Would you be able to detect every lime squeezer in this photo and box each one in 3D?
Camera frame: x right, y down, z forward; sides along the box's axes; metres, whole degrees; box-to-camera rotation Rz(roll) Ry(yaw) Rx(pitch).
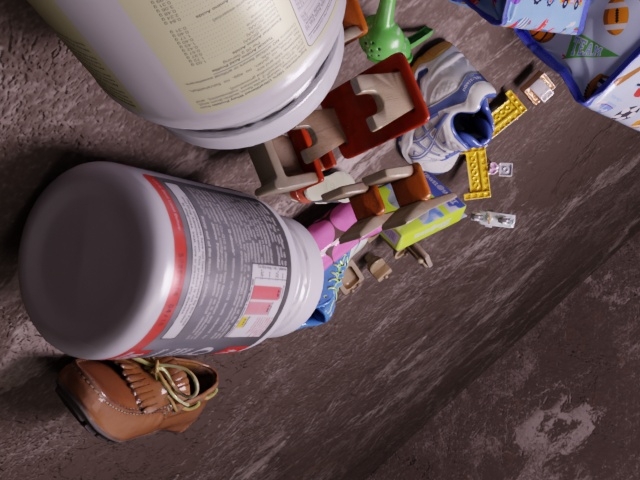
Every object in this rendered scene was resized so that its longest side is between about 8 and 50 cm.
[{"bbox_3d":[0.088,-0.263,1.055,0.310,0.059,0.110,23,78,-75],"label":"lime squeezer"}]

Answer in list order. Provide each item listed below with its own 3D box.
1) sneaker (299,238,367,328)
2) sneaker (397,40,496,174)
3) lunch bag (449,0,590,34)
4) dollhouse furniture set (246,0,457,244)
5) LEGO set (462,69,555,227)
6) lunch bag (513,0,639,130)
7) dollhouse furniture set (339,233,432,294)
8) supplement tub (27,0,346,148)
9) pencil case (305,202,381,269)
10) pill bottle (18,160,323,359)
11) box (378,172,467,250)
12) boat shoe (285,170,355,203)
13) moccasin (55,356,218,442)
[{"bbox_3d":[0.006,0.071,1.436,0.240,0.126,0.091,-33,154,-18],"label":"sneaker"},{"bbox_3d":[0.200,-0.167,1.336,0.112,0.131,0.296,-39,157,-11],"label":"sneaker"},{"bbox_3d":[0.286,-0.425,1.090,0.221,0.138,0.293,-11,128,-47],"label":"lunch bag"},{"bbox_3d":[0.026,-0.137,1.020,0.135,0.262,0.259,-23,-177,-39],"label":"dollhouse furniture set"},{"bbox_3d":[0.317,-0.167,1.547,0.107,0.132,0.287,-15,120,-80],"label":"LEGO set"},{"bbox_3d":[0.545,-0.391,1.363,0.385,0.239,0.328,-47,154,27],"label":"lunch bag"},{"bbox_3d":[0.109,0.056,1.567,0.151,0.123,0.144,-41,155,-3],"label":"dollhouse furniture set"},{"bbox_3d":[-0.110,-0.230,0.653,0.235,0.235,0.325,-41,155,-4],"label":"supplement tub"},{"bbox_3d":[0.000,0.000,1.365,0.209,0.098,0.095,-33,119,-16],"label":"pencil case"},{"bbox_3d":[-0.156,0.034,1.040,0.210,0.210,0.363,-50,154,16],"label":"pill bottle"},{"bbox_3d":[0.163,-0.058,1.480,0.178,0.109,0.042,-24,148,-35],"label":"box"},{"bbox_3d":[0.004,-0.077,1.299,0.043,0.049,0.137,-7,-178,37],"label":"boat shoe"},{"bbox_3d":[-0.252,0.216,1.276,0.147,0.139,0.380,-45,155,4],"label":"moccasin"}]
